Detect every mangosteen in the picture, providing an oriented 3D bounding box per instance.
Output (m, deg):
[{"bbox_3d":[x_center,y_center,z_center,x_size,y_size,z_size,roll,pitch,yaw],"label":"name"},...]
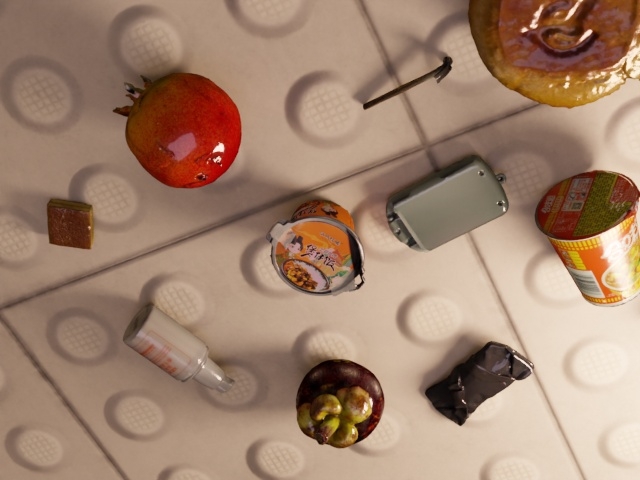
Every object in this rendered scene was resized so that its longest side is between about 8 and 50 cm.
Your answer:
[{"bbox_3d":[0.036,0.356,2.180,0.192,0.217,0.192,5,119,9],"label":"mangosteen"}]

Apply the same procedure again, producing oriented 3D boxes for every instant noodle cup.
[{"bbox_3d":[0.524,0.008,1.948,0.193,0.193,0.212,-19,126,16],"label":"instant noodle cup"},{"bbox_3d":[0.000,0.000,2.009,0.177,0.125,0.208,-32,115,23],"label":"instant noodle cup"}]

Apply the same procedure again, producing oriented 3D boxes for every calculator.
[{"bbox_3d":[0.244,-0.067,1.991,0.246,0.045,0.141,-28,116,21],"label":"calculator"}]

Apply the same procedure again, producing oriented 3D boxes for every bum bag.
[{"bbox_3d":[0.332,0.304,2.211,0.123,0.060,0.248,32,120,-16],"label":"bum bag"}]

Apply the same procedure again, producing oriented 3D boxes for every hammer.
[{"bbox_3d":[0.154,-0.273,1.868,0.182,0.062,0.017,-24,117,26],"label":"hammer"}]

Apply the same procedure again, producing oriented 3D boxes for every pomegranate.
[{"bbox_3d":[-0.253,-0.201,1.861,0.235,0.210,0.210,34,122,13],"label":"pomegranate"}]

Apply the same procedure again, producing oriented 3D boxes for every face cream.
[{"bbox_3d":[-0.291,0.243,2.205,0.251,0.101,0.101,39,118,-18],"label":"face cream"}]

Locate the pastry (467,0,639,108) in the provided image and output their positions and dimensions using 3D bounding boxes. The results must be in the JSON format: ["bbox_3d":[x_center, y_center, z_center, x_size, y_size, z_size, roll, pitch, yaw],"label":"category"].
[{"bbox_3d":[0.414,-0.382,1.714,0.356,0.164,0.356,3,128,4],"label":"pastry"}]

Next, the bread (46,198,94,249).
[{"bbox_3d":[-0.500,-0.033,2.087,0.090,0.035,0.094,7,123,1],"label":"bread"}]
